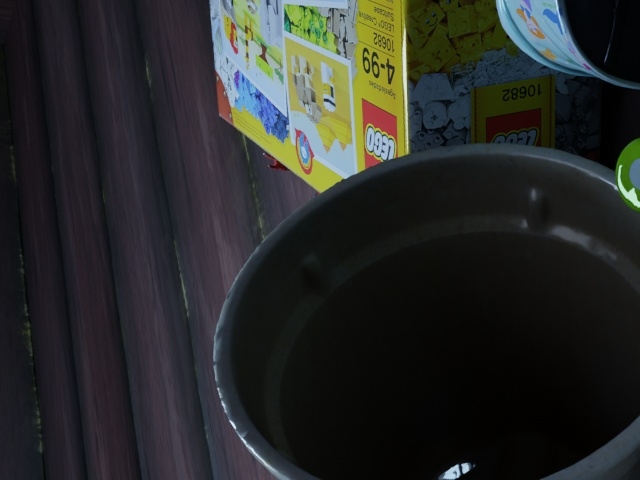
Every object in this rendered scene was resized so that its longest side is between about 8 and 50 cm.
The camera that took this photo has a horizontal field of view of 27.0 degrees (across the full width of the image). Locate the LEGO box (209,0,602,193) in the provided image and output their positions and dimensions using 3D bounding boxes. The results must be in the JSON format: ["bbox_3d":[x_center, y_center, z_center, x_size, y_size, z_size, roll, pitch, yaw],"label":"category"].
[{"bbox_3d":[0.055,-0.245,1.271,0.500,0.193,0.372,-140,43,-60],"label":"LEGO box"}]

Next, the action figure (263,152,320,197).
[{"bbox_3d":[0.000,0.000,1.535,0.091,0.139,0.280,119,147,-42],"label":"action figure"}]

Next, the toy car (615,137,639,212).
[{"bbox_3d":[0.317,-0.043,0.847,0.188,0.155,0.149,47,131,41],"label":"toy car"}]

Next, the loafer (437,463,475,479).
[{"bbox_3d":[0.104,0.234,1.340,0.267,0.084,0.096,127,138,-51],"label":"loafer"}]

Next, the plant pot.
[{"bbox_3d":[0.123,0.151,1.001,0.334,0.334,0.305,-118,7,-47],"label":"plant pot"}]

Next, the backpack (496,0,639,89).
[{"bbox_3d":[0.228,-0.237,0.951,0.191,0.225,0.253,-156,59,-66],"label":"backpack"}]
